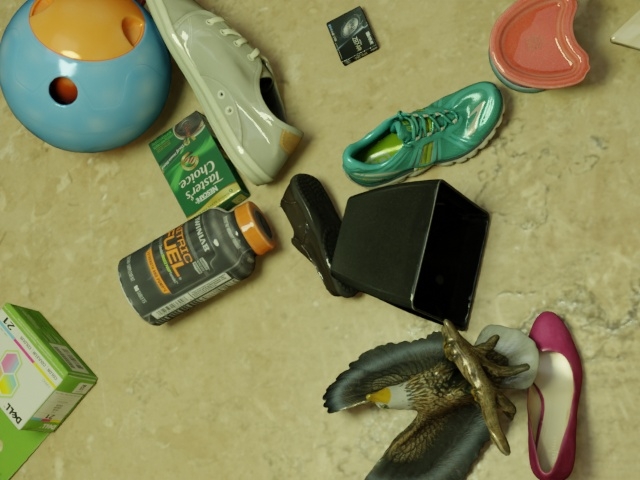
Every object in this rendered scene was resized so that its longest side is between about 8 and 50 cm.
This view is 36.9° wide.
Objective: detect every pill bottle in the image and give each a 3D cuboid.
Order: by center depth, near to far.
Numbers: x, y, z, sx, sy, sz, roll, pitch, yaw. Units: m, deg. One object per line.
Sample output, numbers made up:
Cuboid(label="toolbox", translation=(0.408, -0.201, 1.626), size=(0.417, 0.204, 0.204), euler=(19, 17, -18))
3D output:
Cuboid(label="pill bottle", translation=(-0.196, 0.030, 1.566), size=(0.246, 0.130, 0.130), euler=(-29, 69, 11))

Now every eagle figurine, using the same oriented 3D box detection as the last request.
Cuboid(label="eagle figurine", translation=(0.149, 0.229, 1.372), size=(0.225, 0.298, 0.226), euler=(28, 52, -7))

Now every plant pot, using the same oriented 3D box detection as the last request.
Cuboid(label="plant pot", translation=(0.125, 0.015, 1.433), size=(0.167, 0.187, 0.188), euler=(9, 80, 34))

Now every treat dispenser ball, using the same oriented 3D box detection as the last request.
Cuboid(label="treat dispenser ball", translation=(-0.398, -0.293, 1.634), size=(0.288, 0.288, 0.288), euler=(-5, 75, 19))

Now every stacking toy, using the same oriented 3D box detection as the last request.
Cuboid(label="stacking toy", translation=(0.383, -0.380, 1.468), size=(0.280, 0.130, 0.308), euler=(-3, 90, 11))

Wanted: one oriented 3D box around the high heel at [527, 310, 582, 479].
Cuboid(label="high heel", translation=(0.317, 0.214, 1.338), size=(0.082, 0.117, 0.244), euler=(1, 77, 21))

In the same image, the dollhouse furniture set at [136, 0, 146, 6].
Cuboid(label="dollhouse furniture set", translation=(-0.478, -0.585, 1.783), size=(0.374, 0.201, 0.152), euler=(30, 89, 23))

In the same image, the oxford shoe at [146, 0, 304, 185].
Cuboid(label="oxford shoe", translation=(-0.164, -0.302, 1.620), size=(0.130, 0.169, 0.449), euler=(-34, 75, 13))

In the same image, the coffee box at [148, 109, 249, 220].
Cuboid(label="coffee box", translation=(-0.211, -0.122, 1.657), size=(0.113, 0.040, 0.184), euler=(-33, 68, 10))

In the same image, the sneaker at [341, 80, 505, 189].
Cuboid(label="sneaker", translation=(0.160, -0.163, 1.494), size=(0.275, 0.110, 0.107), euler=(-28, 69, 11))

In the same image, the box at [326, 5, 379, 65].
Cuboid(label="box", translation=(0.054, -0.347, 1.628), size=(0.067, 0.018, 0.083), euler=(-24, 70, 14))

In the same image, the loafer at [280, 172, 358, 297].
Cuboid(label="loafer", translation=(0.000, 0.000, 1.541), size=(0.078, 0.080, 0.220), euler=(-42, 63, 42))

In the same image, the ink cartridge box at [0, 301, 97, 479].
Cuboid(label="ink cartridge box", translation=(-0.540, 0.267, 1.652), size=(0.189, 0.097, 0.255), euler=(42, 92, 24))
